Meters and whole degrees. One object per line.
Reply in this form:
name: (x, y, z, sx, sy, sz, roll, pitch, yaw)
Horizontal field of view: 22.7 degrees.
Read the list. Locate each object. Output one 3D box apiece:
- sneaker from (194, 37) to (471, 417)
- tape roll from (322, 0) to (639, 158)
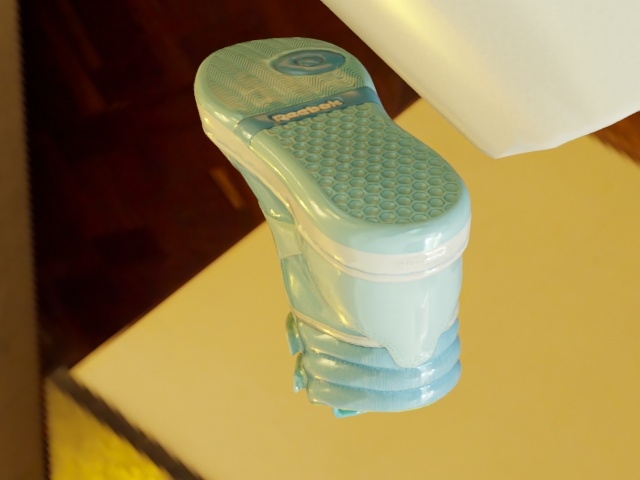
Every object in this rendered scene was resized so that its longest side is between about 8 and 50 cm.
sneaker: (0.000, 0.000, 1.091, 0.319, 0.127, 0.208, -123, 24, -54)
tape roll: (0.106, -0.158, 0.417, 0.100, 0.286, 0.286, 43, 148, -11)
